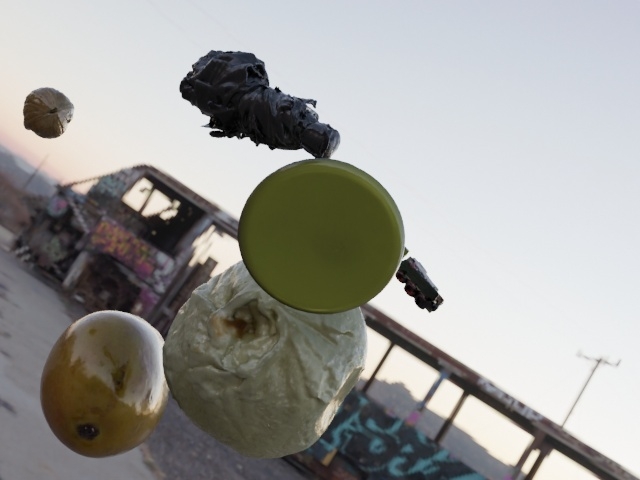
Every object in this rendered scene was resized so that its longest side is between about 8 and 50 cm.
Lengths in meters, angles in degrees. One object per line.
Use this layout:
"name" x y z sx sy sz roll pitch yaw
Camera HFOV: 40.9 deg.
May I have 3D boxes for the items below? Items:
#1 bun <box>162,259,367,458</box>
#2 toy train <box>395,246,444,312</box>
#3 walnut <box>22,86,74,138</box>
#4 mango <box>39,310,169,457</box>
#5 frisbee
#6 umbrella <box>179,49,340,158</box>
"bun" -0.107 0.182 1.432 0.352 0.349 0.227 2 -17 26
"toy train" 0.145 0.032 1.594 0.250 0.053 0.085 52 18 22
"walnut" -0.545 -0.254 1.714 0.105 0.105 0.124 36 -12 -16
"mango" -0.430 0.291 1.801 0.232 0.300 0.445 -1 1 3
"frisbee" 0.000 0.000 1.188 0.236 0.236 0.017 35 22 -10
"umbrella" -0.088 -0.227 1.427 0.336 0.154 0.128 18 -8 33
